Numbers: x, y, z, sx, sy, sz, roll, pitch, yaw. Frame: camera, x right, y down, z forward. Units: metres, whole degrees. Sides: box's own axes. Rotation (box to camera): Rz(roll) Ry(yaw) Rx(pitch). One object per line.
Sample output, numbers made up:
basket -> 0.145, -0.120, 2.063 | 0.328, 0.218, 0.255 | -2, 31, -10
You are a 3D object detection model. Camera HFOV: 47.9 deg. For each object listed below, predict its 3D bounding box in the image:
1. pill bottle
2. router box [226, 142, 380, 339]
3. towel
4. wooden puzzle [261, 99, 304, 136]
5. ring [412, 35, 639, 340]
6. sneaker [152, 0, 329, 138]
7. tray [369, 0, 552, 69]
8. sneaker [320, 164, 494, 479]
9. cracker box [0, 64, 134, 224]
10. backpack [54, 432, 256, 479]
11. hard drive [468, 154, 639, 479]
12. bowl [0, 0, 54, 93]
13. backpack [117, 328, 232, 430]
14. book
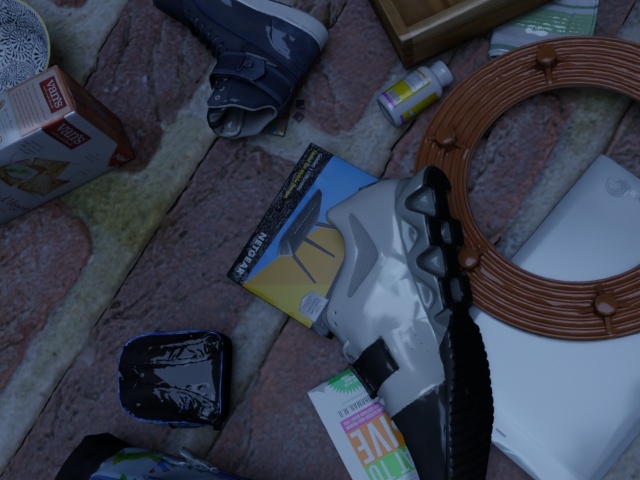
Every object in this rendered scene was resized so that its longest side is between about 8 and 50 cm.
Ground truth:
pill bottle -> 0.109, -0.169, 0.821 | 0.083, 0.043, 0.043 | -34, 75, 1
router box -> 0.000, 0.000, 0.802 | 0.133, 0.046, 0.179 | 30, 84, 13
towel -> 0.262, -0.271, 0.828 | 0.113, 0.023, 0.152 | 13, 80, 11
wooden puzzle -> -0.061, -0.152, 0.864 | 0.083, 0.006, 0.049 | 13, 80, 12
ring -> 0.262, -0.065, 0.742 | 0.337, 0.032, 0.336 | -4, 73, 15
sneaker -> -0.125, -0.215, 0.841 | 0.226, 0.086, 0.163 | 22, 76, 13
tray -> 0.103, -0.421, 0.851 | 0.203, 0.076, 0.411 | -25, 73, 3
sneaker -> 0.078, 0.104, 0.706 | 0.146, 0.122, 0.330 | -14, 76, 28
cracker box -> -0.352, -0.092, 0.822 | 0.232, 0.156, 0.067 | -27, 76, 3
backpack -> -0.102, 0.353, 0.660 | 0.356, 0.273, 0.290 | 15, 75, 0
hard drive -> 0.273, 0.089, 0.743 | 0.203, 0.040, 0.307 | 40, 87, 15
bowl -> -0.395, -0.207, 0.893 | 0.170, 0.080, 0.170 | -2, 77, 8
backpack -> -0.154, 0.149, 0.776 | 0.114, 0.084, 0.105 | -1, 78, 4
book -> 0.062, 0.202, 0.760 | 0.096, 0.035, 0.144 | -29, 74, -2
